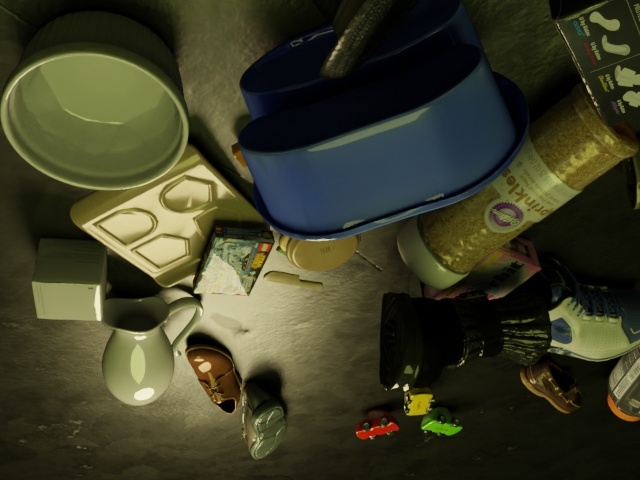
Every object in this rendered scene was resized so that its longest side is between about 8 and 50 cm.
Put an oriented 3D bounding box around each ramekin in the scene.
[{"bbox_3d":[-0.257,-0.167,0.868,0.207,0.109,0.207,-4,140,-3],"label":"ramekin"}]

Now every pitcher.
[{"bbox_3d":[-0.294,0.188,1.303,0.177,0.125,0.207,-9,132,-22],"label":"pitcher"}]

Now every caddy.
[{"bbox_3d":[0.064,-0.131,0.860,0.341,0.241,0.179,-17,134,13],"label":"caddy"}]

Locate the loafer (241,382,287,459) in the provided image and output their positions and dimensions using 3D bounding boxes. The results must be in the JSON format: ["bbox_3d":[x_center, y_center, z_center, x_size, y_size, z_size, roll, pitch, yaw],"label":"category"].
[{"bbox_3d":[-0.129,0.390,1.614,0.096,0.084,0.268,-29,152,-24],"label":"loafer"}]

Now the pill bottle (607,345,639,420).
[{"bbox_3d":[0.686,0.286,1.550,0.130,0.131,0.246,-2,141,-6],"label":"pill bottle"}]

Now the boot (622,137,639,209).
[{"bbox_3d":[0.556,-0.074,1.068,0.208,0.190,0.076,-12,171,-4],"label":"boot"}]

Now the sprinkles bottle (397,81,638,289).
[{"bbox_3d":[0.268,-0.068,1.059,0.121,0.121,0.355,23,132,-32],"label":"sprinkles bottle"}]

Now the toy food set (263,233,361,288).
[{"bbox_3d":[0.000,0.000,1.176,0.132,0.039,0.192,15,132,-35],"label":"toy food set"}]

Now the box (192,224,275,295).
[{"bbox_3d":[-0.136,0.034,1.144,0.093,0.027,0.137,6,137,-24],"label":"box"}]

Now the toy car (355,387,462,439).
[{"bbox_3d":[0.224,0.396,1.677,0.224,0.053,0.239,20,135,-30],"label":"toy car"}]

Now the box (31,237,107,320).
[{"bbox_3d":[-0.384,0.061,1.145,0.101,0.087,0.101,3,140,-13],"label":"box"}]

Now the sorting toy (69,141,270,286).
[{"bbox_3d":[-0.173,-0.054,1.082,0.307,0.041,0.229,-26,141,12],"label":"sorting toy"}]

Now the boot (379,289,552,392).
[{"bbox_3d":[0.222,0.142,1.106,0.260,0.348,0.131,5,96,3],"label":"boot"}]

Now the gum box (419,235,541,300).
[{"bbox_3d":[0.270,0.055,1.255,0.107,0.062,0.188,19,135,-28],"label":"gum box"}]

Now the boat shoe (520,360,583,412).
[{"bbox_3d":[0.521,0.318,1.608,0.073,0.073,0.207,-33,134,32],"label":"boat shoe"}]

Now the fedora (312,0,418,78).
[{"bbox_3d":[0.062,-0.314,0.669,0.152,0.334,0.334,40,129,-2],"label":"fedora"}]

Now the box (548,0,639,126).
[{"bbox_3d":[0.300,-0.265,0.705,0.142,0.247,0.163,-18,141,30],"label":"box"}]

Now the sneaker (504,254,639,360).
[{"bbox_3d":[0.442,0.119,1.310,0.315,0.128,0.182,-3,143,-2],"label":"sneaker"}]

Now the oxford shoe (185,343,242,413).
[{"bbox_3d":[-0.202,0.270,1.442,0.076,0.076,0.212,-14,139,11],"label":"oxford shoe"}]
